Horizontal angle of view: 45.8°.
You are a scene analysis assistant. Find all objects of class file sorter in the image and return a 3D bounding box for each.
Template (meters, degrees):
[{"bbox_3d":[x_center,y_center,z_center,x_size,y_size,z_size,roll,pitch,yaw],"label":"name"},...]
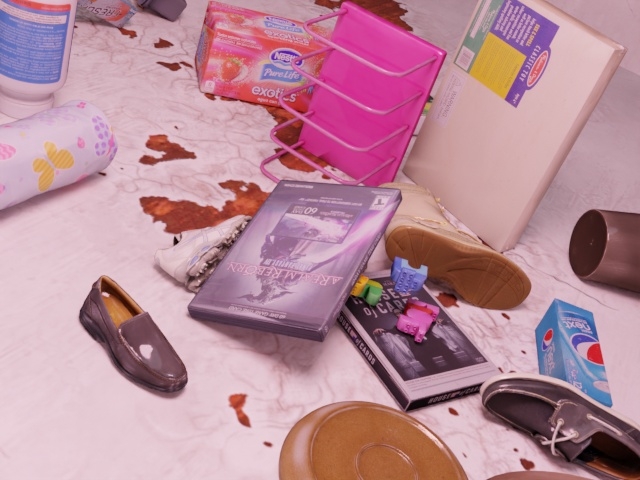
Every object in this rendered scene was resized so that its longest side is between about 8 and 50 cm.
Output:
[{"bbox_3d":[0.041,-0.216,1.290,0.202,0.291,0.182,32,37,16],"label":"file sorter"}]

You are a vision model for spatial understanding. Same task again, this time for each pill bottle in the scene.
[{"bbox_3d":[-0.457,-0.307,1.192,0.124,0.222,0.124,15,32,-10],"label":"pill bottle"}]

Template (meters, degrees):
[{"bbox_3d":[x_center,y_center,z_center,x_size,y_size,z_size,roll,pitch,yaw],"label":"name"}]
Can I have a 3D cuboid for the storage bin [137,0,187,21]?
[{"bbox_3d":[-0.369,-0.566,1.753,0.091,0.098,0.135,33,21,-38],"label":"storage bin"}]

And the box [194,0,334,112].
[{"bbox_3d":[-0.097,-0.374,1.571,0.299,0.142,0.154,8,34,-20],"label":"box"}]

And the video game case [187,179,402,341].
[{"bbox_3d":[-0.028,0.014,1.013,0.196,0.026,0.274,7,43,27],"label":"video game case"}]

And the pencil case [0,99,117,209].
[{"bbox_3d":[-0.411,-0.113,1.041,0.124,0.114,0.273,14,28,27],"label":"pencil case"}]

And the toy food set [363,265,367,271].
[{"bbox_3d":[0.043,0.017,1.160,0.083,0.020,0.083,49,41,-11],"label":"toy food set"}]

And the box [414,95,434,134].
[{"bbox_3d":[0.129,-0.346,1.739,0.232,0.059,0.322,-1,40,-31],"label":"box"}]

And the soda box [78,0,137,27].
[{"bbox_3d":[-0.458,-0.503,1.548,0.063,0.058,0.183,57,16,17],"label":"soda box"}]

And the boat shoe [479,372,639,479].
[{"bbox_3d":[0.316,0.240,0.973,0.233,0.084,0.079,24,32,-1],"label":"boat shoe"}]

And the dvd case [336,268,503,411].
[{"bbox_3d":[0.122,0.129,1.071,0.179,0.030,0.239,-5,42,-36],"label":"dvd case"}]

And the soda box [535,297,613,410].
[{"bbox_3d":[0.362,0.179,1.097,0.067,0.071,0.210,20,33,-2],"label":"soda box"}]

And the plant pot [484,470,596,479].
[{"bbox_3d":[0.202,0.361,0.615,0.263,0.263,0.229,29,51,11],"label":"plant pot"}]

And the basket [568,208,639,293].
[{"bbox_3d":[0.590,0.025,1.388,0.226,0.154,0.204,9,33,-12],"label":"basket"}]

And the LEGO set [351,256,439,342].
[{"bbox_3d":[0.062,0.064,1.023,0.227,0.087,0.093,18,32,-2],"label":"LEGO set"}]

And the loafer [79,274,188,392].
[{"bbox_3d":[-0.216,0.109,0.877,0.170,0.061,0.062,36,34,20],"label":"loafer"}]

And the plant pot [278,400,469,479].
[{"bbox_3d":[0.070,0.264,0.844,0.236,0.032,0.236,15,32,-10],"label":"plant pot"}]

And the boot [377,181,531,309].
[{"bbox_3d":[0.211,0.003,1.250,0.261,0.095,0.203,21,24,-15],"label":"boot"}]

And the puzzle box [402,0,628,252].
[{"bbox_3d":[0.322,-0.217,1.340,0.052,0.409,0.272,-12,46,-41],"label":"puzzle box"}]

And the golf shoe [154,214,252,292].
[{"bbox_3d":[-0.161,-0.001,1.067,0.086,0.069,0.176,24,31,15],"label":"golf shoe"}]
